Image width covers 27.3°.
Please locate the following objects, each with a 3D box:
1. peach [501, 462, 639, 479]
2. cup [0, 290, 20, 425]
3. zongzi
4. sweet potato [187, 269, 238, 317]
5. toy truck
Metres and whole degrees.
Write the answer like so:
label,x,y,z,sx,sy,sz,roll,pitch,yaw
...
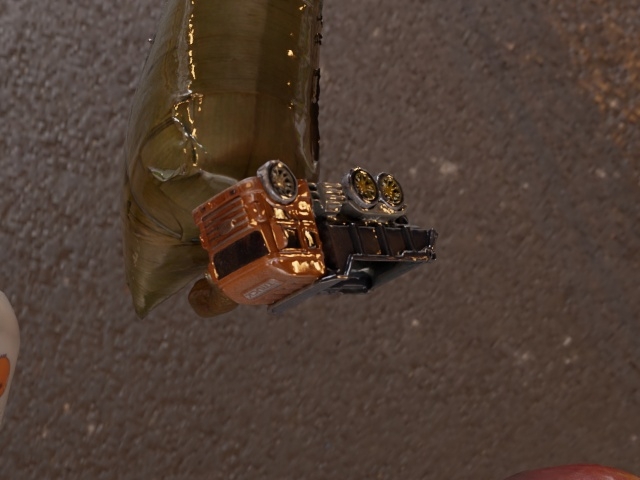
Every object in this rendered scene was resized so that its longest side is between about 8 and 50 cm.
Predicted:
label,x,y,z,sx,sy,sz,roll,pitch,yaw
peach,0.198,0.364,1.106,0.310,0.335,0.406,54,42,-7
cup,-0.414,0.185,1.266,0.212,0.212,0.317,16,82,-10
zongzi,-0.108,-0.115,1.266,0.160,0.360,0.323,16,61,-14
sweet potato,-0.095,0.049,1.188,0.041,0.153,0.038,13,78,-10
toy truck,0.000,0.000,0.991,0.192,0.083,0.092,2,67,-47
